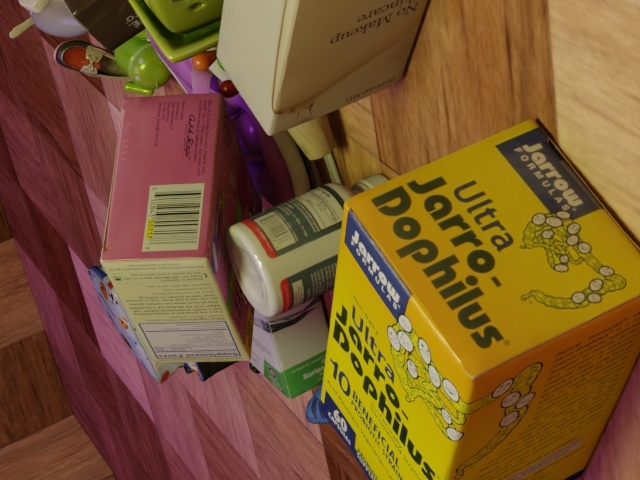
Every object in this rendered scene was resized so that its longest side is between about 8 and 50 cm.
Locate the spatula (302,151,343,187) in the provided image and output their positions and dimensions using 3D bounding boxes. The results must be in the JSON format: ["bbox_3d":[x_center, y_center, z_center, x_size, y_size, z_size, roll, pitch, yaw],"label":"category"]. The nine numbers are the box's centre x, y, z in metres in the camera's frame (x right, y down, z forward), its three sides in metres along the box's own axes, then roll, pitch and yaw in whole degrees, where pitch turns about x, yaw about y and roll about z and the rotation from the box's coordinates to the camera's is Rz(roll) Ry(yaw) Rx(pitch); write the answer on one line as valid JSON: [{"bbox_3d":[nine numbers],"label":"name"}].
[{"bbox_3d":[-0.037,-0.160,1.703,0.168,0.019,0.242,18,130,64],"label":"spatula"}]

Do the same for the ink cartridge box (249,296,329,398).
[{"bbox_3d":[-0.063,0.084,1.957,0.153,0.087,0.208,38,147,54],"label":"ink cartridge box"}]

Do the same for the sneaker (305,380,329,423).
[{"bbox_3d":[0.028,0.201,1.907,0.209,0.069,0.082,155,108,-72],"label":"sneaker"}]

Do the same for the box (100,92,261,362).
[{"bbox_3d":[-0.149,-0.009,1.637,0.243,0.117,0.213,76,-165,-58],"label":"box"}]

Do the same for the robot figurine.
[{"bbox_3d":[-0.252,-0.258,2.074,0.115,0.067,0.101,44,132,47],"label":"robot figurine"}]

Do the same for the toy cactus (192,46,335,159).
[{"bbox_3d":[-0.040,-0.167,1.568,0.219,0.112,0.180,-4,121,47],"label":"toy cactus"}]

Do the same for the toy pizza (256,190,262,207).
[{"bbox_3d":[-0.163,-0.077,1.883,0.032,0.201,0.201,-43,70,38],"label":"toy pizza"}]

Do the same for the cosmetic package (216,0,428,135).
[{"bbox_3d":[0.010,-0.238,1.277,0.113,0.160,0.309,58,160,20],"label":"cosmetic package"}]

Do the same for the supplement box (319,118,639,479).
[{"bbox_3d":[0.136,0.100,1.290,0.194,0.195,0.356,55,158,28],"label":"supplement box"}]

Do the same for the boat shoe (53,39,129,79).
[{"bbox_3d":[-0.350,-0.276,2.243,0.043,0.137,0.049,36,107,38],"label":"boat shoe"}]

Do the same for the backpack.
[{"bbox_3d":[-0.231,0.077,2.239,0.263,0.213,0.276,-130,20,-64],"label":"backpack"}]

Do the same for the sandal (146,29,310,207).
[{"bbox_3d":[-0.141,-0.158,1.836,0.416,0.102,0.169,52,162,38],"label":"sandal"}]

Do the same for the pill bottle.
[{"bbox_3d":[0.000,0.000,1.550,0.108,0.180,0.108,53,157,34],"label":"pill bottle"}]

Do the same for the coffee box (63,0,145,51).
[{"bbox_3d":[-0.278,-0.405,1.776,0.297,0.168,0.119,59,-175,19],"label":"coffee box"}]

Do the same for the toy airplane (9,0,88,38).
[{"bbox_3d":[-0.460,-0.413,2.052,0.386,0.272,0.384,45,-172,-2],"label":"toy airplane"}]

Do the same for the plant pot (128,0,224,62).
[{"bbox_3d":[-0.112,-0.322,1.413,0.227,0.228,0.207,56,166,25],"label":"plant pot"}]
